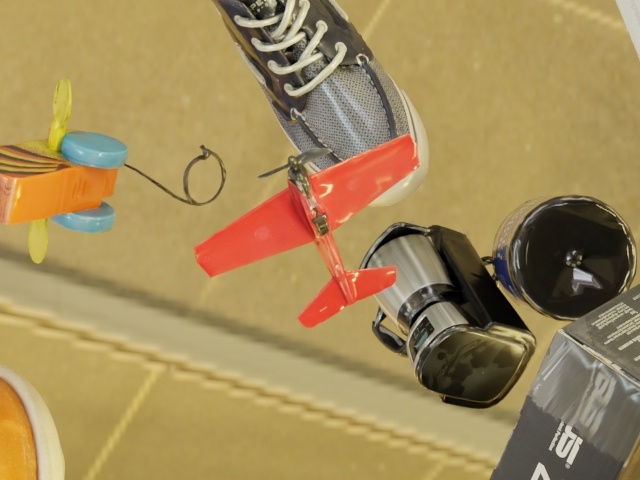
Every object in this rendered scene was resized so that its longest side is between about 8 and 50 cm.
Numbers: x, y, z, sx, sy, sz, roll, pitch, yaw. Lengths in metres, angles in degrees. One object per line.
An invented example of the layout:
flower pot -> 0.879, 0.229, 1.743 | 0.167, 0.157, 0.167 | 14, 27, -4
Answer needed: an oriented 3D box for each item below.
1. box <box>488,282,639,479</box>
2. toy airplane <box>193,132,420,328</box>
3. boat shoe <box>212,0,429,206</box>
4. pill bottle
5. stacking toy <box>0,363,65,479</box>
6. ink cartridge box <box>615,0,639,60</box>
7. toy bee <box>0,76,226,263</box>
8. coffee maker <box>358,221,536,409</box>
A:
box -> 0.252, 0.155, 1.476 | 0.097, 0.395, 0.318 | 34, 122, 25
toy airplane -> 0.000, 0.000, 1.163 | 0.151, 0.028, 0.151 | -18, 138, -17
boat shoe -> -0.025, -0.183, 1.897 | 0.127, 0.340, 0.158 | -40, 146, 5
pill bottle -> 0.235, 0.016, 1.918 | 0.123, 0.123, 0.219 | 5, 180, -2
stacking toy -> -0.534, 0.261, 1.967 | 0.480, 0.351, 0.350 | 16, 137, -38
ink cartridge box -> 0.385, -0.292, 1.624 | 0.131, 0.226, 0.306 | 9, 145, -44
toy bee -> -0.274, -0.068, 2.097 | 0.162, 0.195, 0.298 | 26, -179, 37
coffee maker -> 0.145, 0.073, 1.962 | 0.171, 0.178, 0.120 | -8, 130, -19
